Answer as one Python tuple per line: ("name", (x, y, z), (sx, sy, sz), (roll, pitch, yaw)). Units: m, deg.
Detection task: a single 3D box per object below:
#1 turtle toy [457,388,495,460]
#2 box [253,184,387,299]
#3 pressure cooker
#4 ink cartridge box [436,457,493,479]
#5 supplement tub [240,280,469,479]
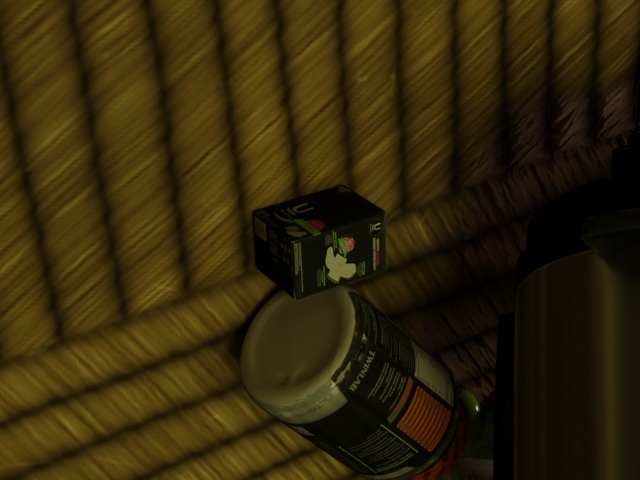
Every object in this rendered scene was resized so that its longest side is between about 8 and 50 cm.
("turtle toy", (0.156, 0.170, 1.224), (0.130, 0.066, 0.095), (17, 130, -41))
("box", (0.000, 0.000, 1.025), (0.083, 0.062, 0.052), (-17, 121, -26))
("pressure cooker", (0.334, 0.113, 1.060), (0.376, 0.370, 0.420), (6, 72, -7))
("ink cartridge box", (0.163, 0.269, 1.252), (0.235, 0.056, 0.171), (10, 133, -37))
("supplement tub", (0.034, 0.119, 1.078), (0.117, 0.117, 0.190), (-50, 132, -2))
